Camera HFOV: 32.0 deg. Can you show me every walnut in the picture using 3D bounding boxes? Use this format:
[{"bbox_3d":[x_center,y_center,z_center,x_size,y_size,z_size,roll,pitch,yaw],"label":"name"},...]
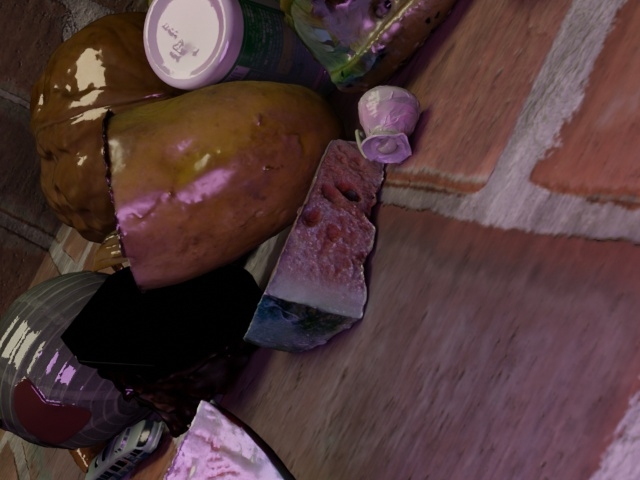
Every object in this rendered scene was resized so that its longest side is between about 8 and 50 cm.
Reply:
[{"bbox_3d":[-0.284,-0.170,1.732,0.398,0.308,0.354,-12,92,65],"label":"walnut"}]

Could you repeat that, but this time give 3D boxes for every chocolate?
[{"bbox_3d":[-0.154,0.142,1.286,0.224,0.206,0.177,-63,-32,-52],"label":"chocolate"}]

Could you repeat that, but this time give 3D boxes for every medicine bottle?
[{"bbox_3d":[-0.080,-0.232,1.355,0.133,0.274,0.133,-1,88,31],"label":"medicine bottle"}]

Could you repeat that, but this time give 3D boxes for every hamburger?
[{"bbox_3d":[0.057,-0.288,1.219,0.288,0.167,0.192,-43,27,46],"label":"hamburger"}]

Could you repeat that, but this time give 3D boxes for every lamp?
[{"bbox_3d":[-0.316,0.161,1.473,0.233,0.265,0.233,5,97,40],"label":"lamp"}]

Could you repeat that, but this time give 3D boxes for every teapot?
[{"bbox_3d":[0.063,-0.111,1.129,0.083,0.064,0.064,-34,41,47],"label":"teapot"}]

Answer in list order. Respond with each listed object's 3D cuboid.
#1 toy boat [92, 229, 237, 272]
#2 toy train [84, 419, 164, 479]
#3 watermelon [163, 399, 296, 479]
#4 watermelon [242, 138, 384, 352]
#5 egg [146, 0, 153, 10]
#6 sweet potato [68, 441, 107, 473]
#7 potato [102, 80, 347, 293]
[{"bbox_3d":[-0.190,0.013,1.462,0.226,0.088,0.068,-12,15,9],"label":"toy boat"},{"bbox_3d":[-0.254,0.277,1.445,0.207,0.047,0.043,-42,27,49],"label":"toy train"},{"bbox_3d":[-0.081,0.277,0.783,0.224,0.180,0.305,0,65,57],"label":"watermelon"},{"bbox_3d":[0.000,0.000,1.131,0.154,0.094,0.241,-48,20,60],"label":"watermelon"},{"bbox_3d":[-0.160,-0.398,1.837,0.289,0.238,0.238,17,79,61],"label":"egg"},{"bbox_3d":[-0.333,0.191,1.688,0.106,0.095,0.355,-2,56,21],"label":"sweet potato"},{"bbox_3d":[-0.097,-0.079,1.242,0.266,0.229,0.229,-16,24,-2],"label":"potato"}]
